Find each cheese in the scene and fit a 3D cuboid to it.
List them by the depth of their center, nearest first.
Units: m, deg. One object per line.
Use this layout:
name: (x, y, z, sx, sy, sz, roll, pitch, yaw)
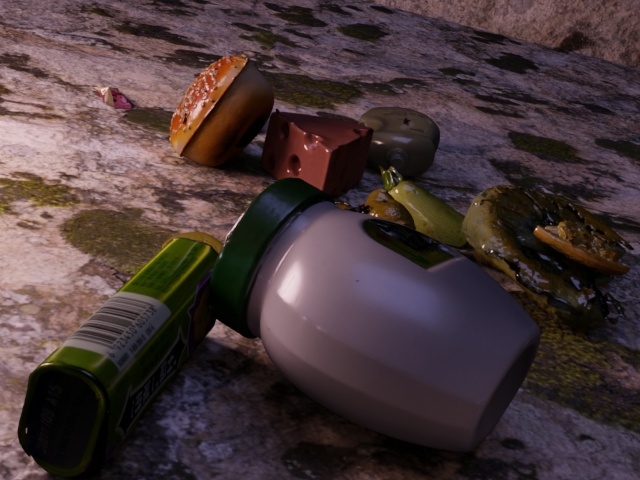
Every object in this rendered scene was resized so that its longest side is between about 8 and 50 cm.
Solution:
cheese: (0.020, -0.160, 1.839, 0.177, 0.128, 0.203, -7, 30, -36)

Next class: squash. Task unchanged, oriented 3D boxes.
squash: (0.173, -0.056, 1.760, 0.200, 0.075, 0.090, 36, 45, -1)

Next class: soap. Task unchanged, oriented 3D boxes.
soap: (-0.168, 0.026, 1.444, 0.089, 0.045, 0.140, -13, 35, -38)

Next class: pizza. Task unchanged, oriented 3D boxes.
pizza: (0.419, 0.006, 1.587, 0.160, 0.035, 0.099, 28, 30, 3)

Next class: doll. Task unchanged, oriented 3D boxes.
doll: (0.059, -0.047, 1.654, 0.210, 0.097, 0.137, 12, 6, 11)

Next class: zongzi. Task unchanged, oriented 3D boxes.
zongzi: (0.311, 0.027, 1.681, 0.076, 0.040, 0.083, -13, 30, -41)

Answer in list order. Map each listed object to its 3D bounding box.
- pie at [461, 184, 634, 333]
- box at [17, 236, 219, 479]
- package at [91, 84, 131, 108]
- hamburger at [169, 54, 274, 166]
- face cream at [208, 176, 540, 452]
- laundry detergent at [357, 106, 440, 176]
pie: (0.379, 0.013, 1.657, 0.297, 0.078, 0.371, 29, 29, 7)
box: (-0.211, 0.118, 1.118, 0.097, 0.134, 0.345, 14, 25, 9)
package: (-0.426, -0.295, 2.032, 0.059, 0.029, 0.083, 1, 36, -41)
hamburger: (-0.184, -0.234, 1.809, 0.147, 0.237, 0.237, 40, 28, 3)
face cream: (0.065, 0.092, 1.191, 0.357, 0.219, 0.312, 28, 20, 21)
laundry detergent: (0.155, -0.199, 2.035, 0.181, 0.091, 0.253, 12, 25, 1)
